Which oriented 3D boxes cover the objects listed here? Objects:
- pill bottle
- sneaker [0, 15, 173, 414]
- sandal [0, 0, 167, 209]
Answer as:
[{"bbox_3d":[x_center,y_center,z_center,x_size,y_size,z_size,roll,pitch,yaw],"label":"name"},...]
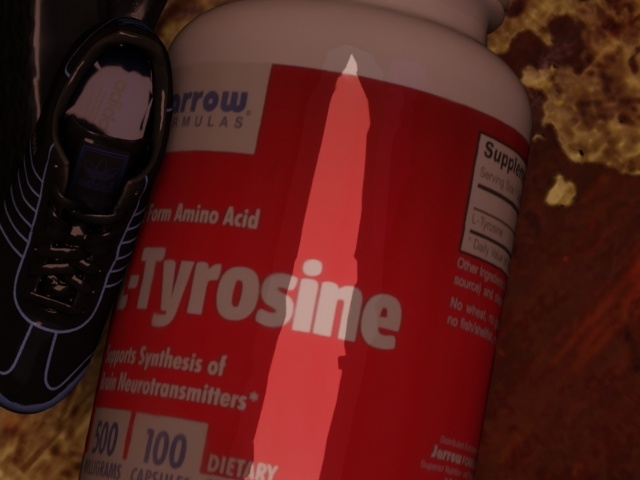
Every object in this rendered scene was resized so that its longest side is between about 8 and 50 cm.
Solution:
[{"bbox_3d":[0.000,0.000,1.092,0.229,0.229,0.408,11,81,-3],"label":"pill bottle"},{"bbox_3d":[-0.139,-0.014,1.020,0.081,0.090,0.232,14,87,-14],"label":"sneaker"},{"bbox_3d":[-0.153,-0.145,1.157,0.107,0.167,0.446,3,89,-29],"label":"sandal"}]
